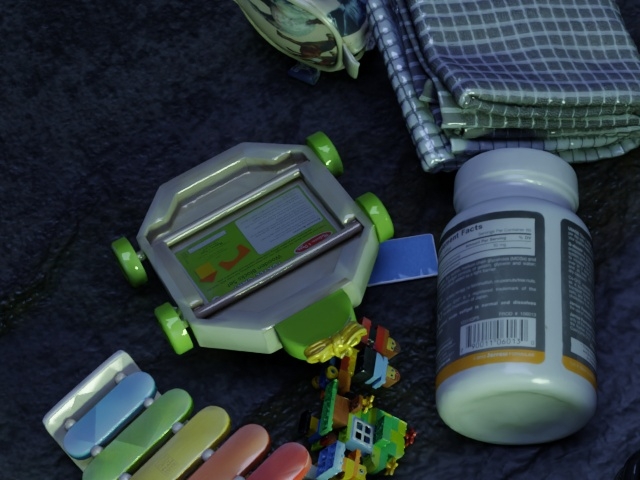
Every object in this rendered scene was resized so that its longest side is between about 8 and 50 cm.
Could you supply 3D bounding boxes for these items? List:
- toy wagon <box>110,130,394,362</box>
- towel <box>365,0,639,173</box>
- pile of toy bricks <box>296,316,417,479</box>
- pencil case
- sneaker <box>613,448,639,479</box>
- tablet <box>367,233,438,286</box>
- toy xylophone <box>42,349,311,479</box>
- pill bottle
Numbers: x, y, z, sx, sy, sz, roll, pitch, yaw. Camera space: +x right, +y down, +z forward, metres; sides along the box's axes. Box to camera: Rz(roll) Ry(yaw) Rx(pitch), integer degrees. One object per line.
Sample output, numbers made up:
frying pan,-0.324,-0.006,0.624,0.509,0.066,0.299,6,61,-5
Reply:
toy wagon,-0.055,0.026,1.770,0.267,0.068,0.344,-29,47,-10
towel,0.213,-0.207,1.839,0.283,0.121,0.235,-4,60,-24
pile of toy bricks,0.049,0.189,1.698,0.105,0.118,0.212,29,47,-21
pencil case,0.079,-0.375,1.983,0.183,0.160,0.410,39,69,0
sneaker,0.328,0.299,1.573,0.087,0.130,0.227,-7,64,2
tablet,0.086,0.022,1.835,0.083,0.006,0.054,-9,59,0
toy xylophone,-0.159,0.259,1.648,0.322,0.081,0.236,26,66,36
pill bottle,0.200,0.055,1.713,0.162,0.162,0.278,0,59,7
